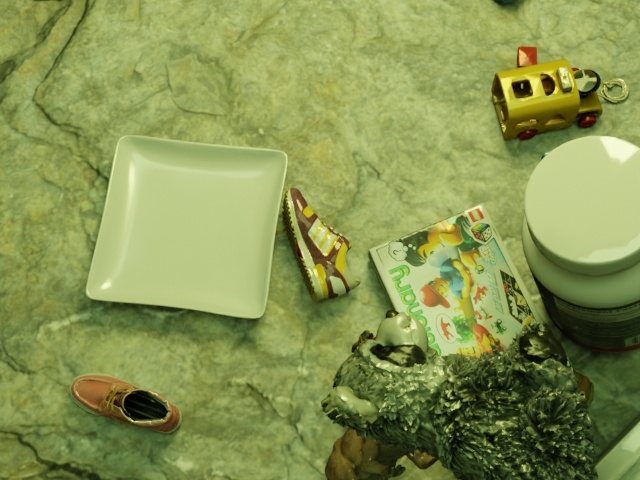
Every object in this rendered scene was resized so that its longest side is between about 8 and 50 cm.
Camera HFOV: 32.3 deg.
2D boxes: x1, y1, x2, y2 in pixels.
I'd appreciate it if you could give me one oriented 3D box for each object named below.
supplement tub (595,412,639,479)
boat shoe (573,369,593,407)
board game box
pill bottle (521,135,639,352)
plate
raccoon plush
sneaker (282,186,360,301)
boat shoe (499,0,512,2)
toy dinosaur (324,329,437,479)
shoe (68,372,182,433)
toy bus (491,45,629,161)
[{"bbox_3d":[0.517,0.372,1.446,0.235,0.235,0.325,-43,74,-12],"label":"supplement tub"},{"bbox_3d":[0.293,0.311,1.499,0.104,0.111,0.307,22,77,-3],"label":"boat shoe"},{"bbox_3d":[0.218,0.116,1.645,0.193,0.053,0.305,-23,71,-5],"label":"board game box"},{"bbox_3d":[0.385,0.010,1.493,0.210,0.363,0.210,-7,67,16],"label":"pill bottle"},{"bbox_3d":[-0.202,-0.020,1.716,0.277,0.045,0.278,6,71,5],"label":"plate"},{"bbox_3d":[0.181,0.290,1.341,0.299,0.216,0.446,-16,66,-1],"label":"raccoon plush"},{"bbox_3d":[0.000,0.000,1.694,0.084,0.069,0.185,-15,77,-12],"label":"sneaker"},{"bbox_3d":[0.265,-0.514,1.851,0.089,0.109,0.258,-34,89,-16],"label":"boat shoe"},{"bbox_3d":[0.061,0.295,1.553,0.200,0.127,0.295,41,101,44],"label":"toy dinosaur"},{"bbox_3d":[-0.290,0.232,1.612,0.178,0.081,0.063,18,73,9],"label":"shoe"},{"bbox_3d":[0.369,-0.231,1.732,0.191,0.104,0.202,30,75,12],"label":"toy bus"}]
